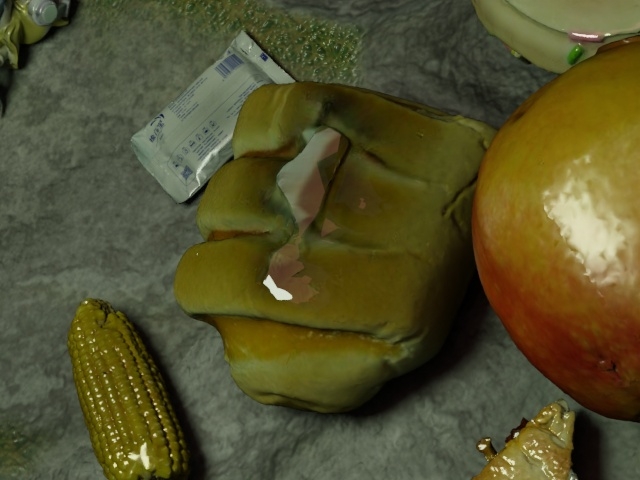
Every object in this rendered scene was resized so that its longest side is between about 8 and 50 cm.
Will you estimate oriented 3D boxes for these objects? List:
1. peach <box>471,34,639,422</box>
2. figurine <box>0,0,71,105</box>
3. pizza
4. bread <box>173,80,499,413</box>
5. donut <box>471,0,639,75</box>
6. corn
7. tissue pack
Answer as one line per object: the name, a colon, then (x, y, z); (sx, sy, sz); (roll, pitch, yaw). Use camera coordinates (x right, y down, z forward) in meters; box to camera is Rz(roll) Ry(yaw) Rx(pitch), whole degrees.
peach: (0.314, -0.017, 1.483); (0.373, 0.290, 0.372); (-8, 67, 20)
figurine: (-0.390, -0.262, 1.980); (0.128, 0.184, 0.208); (35, 121, 33)
pizza: (0.194, 0.238, 1.556); (0.154, 0.069, 0.194); (19, 70, 28)
bread: (0.000, 0.000, 1.659); (0.300, 0.210, 0.341); (21, 78, 31)
donut: (0.337, -0.297, 1.680); (0.371, 0.150, 0.307); (-30, 59, 9)
corn: (-0.203, 0.173, 1.733); (0.097, 0.097, 0.261); (-29, 58, 8)
tissue pack: (-0.124, -0.140, 1.873); (0.193, 0.026, 0.122); (-44, 58, 0)
